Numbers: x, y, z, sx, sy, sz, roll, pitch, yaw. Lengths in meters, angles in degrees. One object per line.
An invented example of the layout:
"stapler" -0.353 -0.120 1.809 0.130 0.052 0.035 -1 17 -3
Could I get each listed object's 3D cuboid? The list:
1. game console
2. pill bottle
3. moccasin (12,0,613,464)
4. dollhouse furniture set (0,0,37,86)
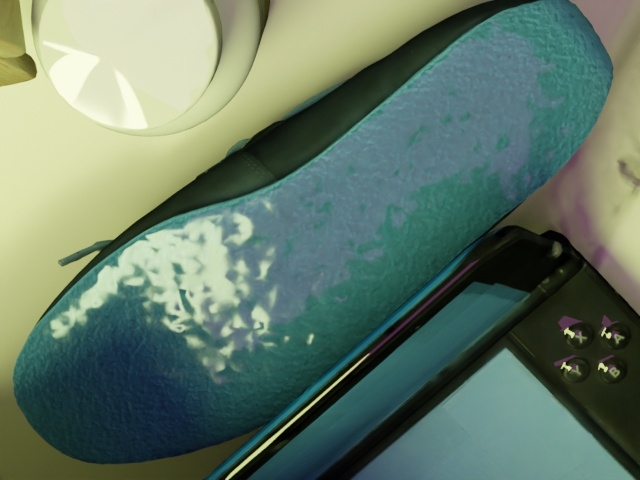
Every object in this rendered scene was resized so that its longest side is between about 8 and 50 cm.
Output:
"game console" 0.057 0.144 0.726 0.293 0.173 0.250 -42 105 13
"pill bottle" -0.078 -0.107 0.650 0.103 0.184 0.103 0 106 1
"moccasin" 0.000 0.000 0.720 0.342 0.117 0.138 -31 104 6
"dollhouse furniture set" -0.281 -0.205 0.658 0.286 0.198 0.304 -8 84 7
